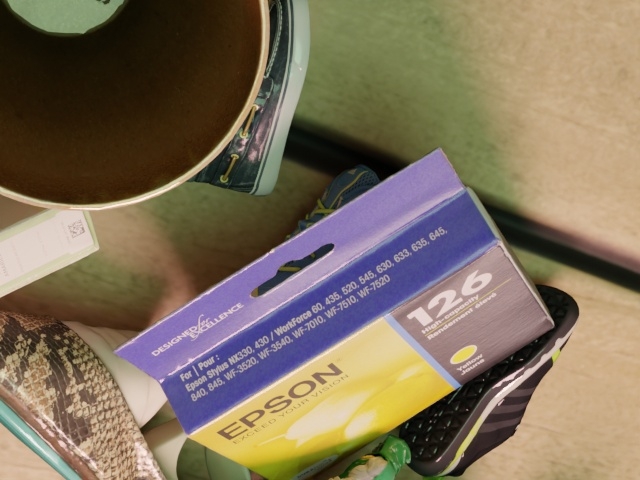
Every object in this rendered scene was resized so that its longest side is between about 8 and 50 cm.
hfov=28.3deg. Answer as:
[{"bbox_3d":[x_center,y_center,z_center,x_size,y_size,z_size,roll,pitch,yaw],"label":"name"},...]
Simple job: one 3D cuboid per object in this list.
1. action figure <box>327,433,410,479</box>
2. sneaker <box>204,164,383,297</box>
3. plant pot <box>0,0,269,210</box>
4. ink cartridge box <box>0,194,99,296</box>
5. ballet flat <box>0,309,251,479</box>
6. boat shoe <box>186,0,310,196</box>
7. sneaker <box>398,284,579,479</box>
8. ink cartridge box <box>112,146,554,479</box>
[{"bbox_3d":[-0.004,0.252,1.152,0.232,0.137,0.063,-34,78,-28],"label":"action figure"},{"bbox_3d":[0.000,0.000,1.124,0.240,0.091,0.126,-13,105,-22],"label":"sneaker"},{"bbox_3d":[-0.177,-0.173,0.907,0.237,0.254,0.237,-5,112,-13],"label":"plant pot"},{"bbox_3d":[-0.308,0.017,0.959,0.235,0.171,0.056,-27,118,-27],"label":"ink cartridge box"},{"bbox_3d":[-0.170,0.196,1.138,0.182,0.164,0.482,-39,124,-21],"label":"ballet flat"},{"bbox_3d":[-0.065,-0.125,1.061,0.083,0.065,0.183,7,111,-18],"label":"boat shoe"},{"bbox_3d":[0.168,0.142,1.241,0.234,0.084,0.097,-48,140,8],"label":"sneaker"},{"bbox_3d":[0.031,0.085,1.075,0.304,0.072,0.307,-32,152,8],"label":"ink cartridge box"}]
